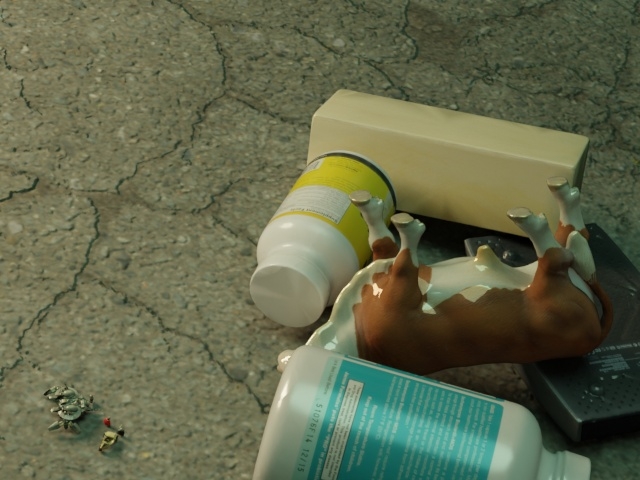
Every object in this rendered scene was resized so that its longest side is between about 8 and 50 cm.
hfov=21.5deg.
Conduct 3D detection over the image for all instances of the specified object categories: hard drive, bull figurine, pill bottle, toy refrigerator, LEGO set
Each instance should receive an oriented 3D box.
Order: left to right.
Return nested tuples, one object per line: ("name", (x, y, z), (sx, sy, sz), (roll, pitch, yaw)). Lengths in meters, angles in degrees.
("LEGO set", (-0.208, 0.148, 1.468), (0.083, 0.023, 0.054), (19, 41, 8))
("pill bottle", (0.000, 0.000, 1.631), (0.103, 0.103, 0.184), (21, 41, 10))
("pill bottle", (0.085, 0.188, 1.402), (0.264, 0.146, 0.146), (16, 40, 5))
("bull figurine", (0.109, 0.051, 1.514), (0.310, 0.188, 0.101), (-7, 26, -7))
("toy refrigerator", (0.129, -0.074, 1.723), (0.270, 0.094, 0.102), (12, 24, 12))
("hard drive", (0.254, 0.087, 1.631), (0.172, 0.054, 0.254), (-7, 43, -22))
